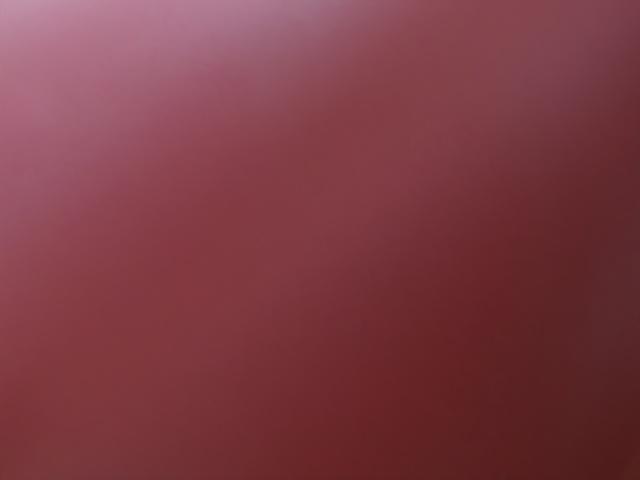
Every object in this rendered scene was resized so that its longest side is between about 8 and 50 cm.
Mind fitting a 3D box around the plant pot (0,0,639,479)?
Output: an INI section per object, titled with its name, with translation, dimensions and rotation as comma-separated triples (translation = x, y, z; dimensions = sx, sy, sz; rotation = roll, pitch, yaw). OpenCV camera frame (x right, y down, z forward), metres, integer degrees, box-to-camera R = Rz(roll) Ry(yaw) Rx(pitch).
[plant pot]
translation = 0.000, 0.000, 0.514
dimensions = 0.243, 0.275, 0.275
rotation = -47, 27, -15
